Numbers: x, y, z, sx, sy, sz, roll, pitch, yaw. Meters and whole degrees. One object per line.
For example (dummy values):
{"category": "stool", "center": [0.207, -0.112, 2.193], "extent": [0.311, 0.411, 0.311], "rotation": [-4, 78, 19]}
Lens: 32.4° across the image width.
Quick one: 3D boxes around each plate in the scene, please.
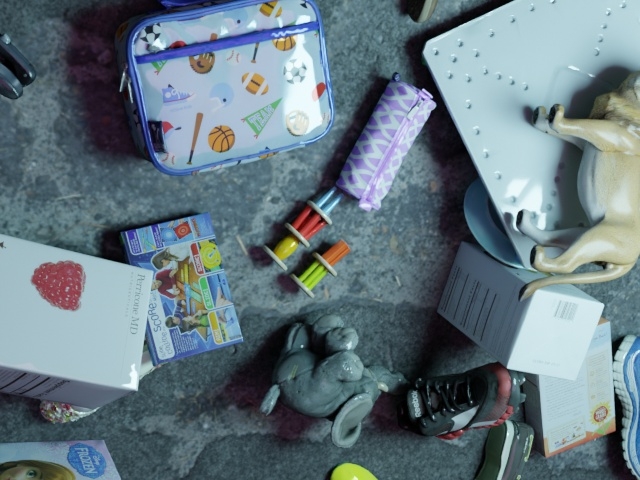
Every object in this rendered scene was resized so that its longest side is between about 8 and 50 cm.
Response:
{"category": "plate", "center": [0.321, -0.038, 1.781], "extent": [0.188, 0.188, 0.024], "rotation": [1, 148, -23]}

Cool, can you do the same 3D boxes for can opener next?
{"category": "can opener", "center": [-0.448, -0.267, 1.438], "extent": [0.059, 0.073, 0.186], "rotation": [-39, 109, 3]}

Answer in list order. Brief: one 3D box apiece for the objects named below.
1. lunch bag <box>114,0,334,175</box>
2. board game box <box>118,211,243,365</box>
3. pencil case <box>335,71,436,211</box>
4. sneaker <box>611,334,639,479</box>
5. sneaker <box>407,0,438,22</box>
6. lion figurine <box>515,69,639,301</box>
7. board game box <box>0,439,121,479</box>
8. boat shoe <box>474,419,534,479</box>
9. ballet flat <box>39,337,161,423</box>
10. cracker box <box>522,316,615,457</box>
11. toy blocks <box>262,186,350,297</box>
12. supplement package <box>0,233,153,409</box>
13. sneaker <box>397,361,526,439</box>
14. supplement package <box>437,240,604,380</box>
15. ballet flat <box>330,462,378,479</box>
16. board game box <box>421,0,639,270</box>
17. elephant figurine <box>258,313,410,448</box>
{"category": "lunch bag", "center": [-0.139, -0.230, 1.550], "extent": [0.303, 0.115, 0.243], "rotation": [-14, 110, -19]}
{"category": "board game box", "center": [-0.205, 0.070, 1.619], "extent": [0.136, 0.035, 0.201], "rotation": [-14, 86, -18]}
{"category": "pencil case", "center": [0.103, -0.148, 1.691], "extent": [0.086, 0.088, 0.206], "rotation": [23, 99, -31]}
{"category": "sneaker", "center": [0.636, 0.330, 2.024], "extent": [0.130, 0.147, 0.330], "rotation": [-43, 125, -41]}
{"category": "sneaker", "center": [0.186, -0.415, 1.646], "extent": [0.071, 0.066, 0.188], "rotation": [6, 106, -25]}
{"category": "lion figurine", "center": [0.432, -0.078, 1.646], "extent": [0.240, 0.142, 0.392], "rotation": [13, 87, -9]}
{"category": "board game box", "center": [-0.426, 0.377, 1.520], "extent": [0.318, 0.319, 0.066], "rotation": [2, 106, -24]}
{"category": "boat shoe", "center": [0.325, 0.434, 1.986], "extent": [0.069, 0.081, 0.227], "rotation": [13, 100, -22]}
{"category": "ballet flat", "center": [-0.313, 0.197, 1.641], "extent": [0.241, 0.077, 0.091], "rotation": [-38, 120, -6]}
{"category": "cracker box", "center": [0.446, 0.258, 1.985], "extent": [0.156, 0.067, 0.232], "rotation": [-16, 114, -18]}
{"category": "toy blocks", "center": [0.000, 0.000, 1.717], "extent": [0.148, 0.054, 0.123], "rotation": [-45, 118, -3]}
{"category": "supplement package", "center": [-0.400, 0.107, 1.484], "extent": [0.293, 0.175, 0.177], "rotation": [15, 67, -27]}
{"category": "sneaker", "center": [0.218, 0.262, 1.791], "extent": [0.135, 0.276, 0.097], "rotation": [6, 66, -27]}
{"category": "supplement package", "center": [0.315, 0.109, 1.778], "extent": [0.139, 0.244, 0.133], "rotation": [12, 103, -25]}
{"category": "ballet flat", "center": [0.097, 0.479, 1.909], "extent": [0.077, 0.077, 0.231], "rotation": [-35, 117, -7]}
{"category": "board game box", "center": [0.399, -0.205, 1.739], "extent": [0.390, 0.050, 0.390], "rotation": [-27, 93, -12]}
{"category": "elephant figurine", "center": [0.030, 0.247, 1.770], "extent": [0.186, 0.169, 0.239], "rotation": [-16, 134, 14]}
